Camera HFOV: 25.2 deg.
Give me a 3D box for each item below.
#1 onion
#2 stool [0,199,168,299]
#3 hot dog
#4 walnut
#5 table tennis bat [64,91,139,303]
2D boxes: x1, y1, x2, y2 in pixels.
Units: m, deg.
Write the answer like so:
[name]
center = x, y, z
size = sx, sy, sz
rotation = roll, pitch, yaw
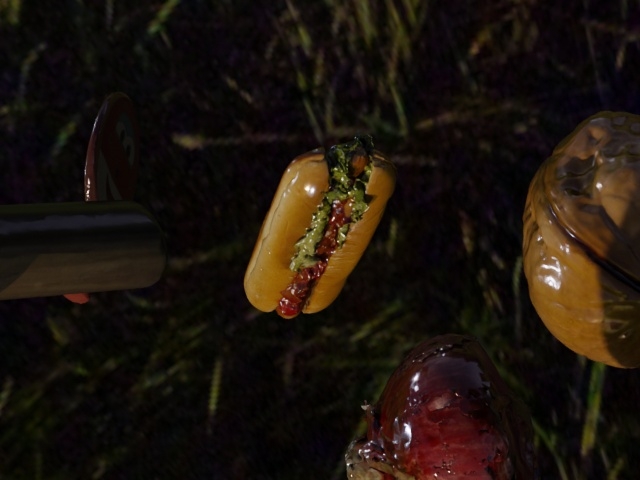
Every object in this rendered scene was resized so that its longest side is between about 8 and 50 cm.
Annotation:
[onion]
center = 0.093, 0.161, 1.096
size = 0.147, 0.184, 0.184
rotation = -10, 53, 7
[stool]
center = -0.286, -0.052, 0.863
size = 0.310, 0.310, 0.226
rotation = -18, 3, 40
[hot dog]
center = 0.000, 0.000, 0.448
size = 0.037, 0.083, 0.021
rotation = 1, 54, -16
[walnut]
center = 0.195, 0.003, 0.907
size = 0.144, 0.144, 0.180
rotation = -19, 31, 6
[table tennis bat]
center = -0.148, -0.029, 0.972
size = 0.019, 0.098, 0.154
rotation = 6, 61, 9
